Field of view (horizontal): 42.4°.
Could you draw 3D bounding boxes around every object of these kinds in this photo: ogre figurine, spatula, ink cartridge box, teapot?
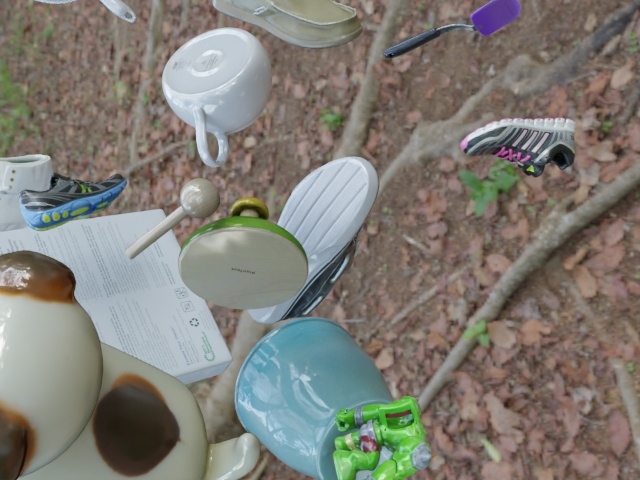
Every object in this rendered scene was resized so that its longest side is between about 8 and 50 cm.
[{"bbox_3d":[0.077,0.255,1.029,0.197,0.118,0.097,-11,-103,-82],"label":"ogre figurine"},{"bbox_3d":[0.261,-0.424,1.673,0.296,0.084,0.030,-13,63,30],"label":"spatula"},{"bbox_3d":[-0.355,0.111,1.366,0.324,0.330,0.071,62,141,22],"label":"ink cartridge box"},{"bbox_3d":[-0.206,-0.316,1.781,0.252,0.256,0.187,47,169,41],"label":"teapot"}]

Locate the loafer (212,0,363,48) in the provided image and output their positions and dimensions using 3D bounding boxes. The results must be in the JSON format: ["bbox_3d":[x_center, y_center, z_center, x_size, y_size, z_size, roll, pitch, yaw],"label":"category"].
[{"bbox_3d":[-0.032,-0.211,0.727,0.148,0.056,0.050,20,134,16],"label":"loafer"}]

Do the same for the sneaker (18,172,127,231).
[{"bbox_3d":[-0.372,-0.075,1.256,0.067,0.188,0.078,-40,80,42],"label":"sneaker"}]

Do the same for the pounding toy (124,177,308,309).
[{"bbox_3d":[-0.128,-0.008,1.170,0.183,0.236,0.110,-35,38,33],"label":"pounding toy"}]

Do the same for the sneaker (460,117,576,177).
[{"bbox_3d":[0.276,-0.123,1.126,0.063,0.170,0.075,131,132,-71],"label":"sneaker"}]

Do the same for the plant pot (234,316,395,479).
[{"bbox_3d":[0.019,0.311,1.496,0.255,0.271,0.272,31,114,56],"label":"plant pot"}]

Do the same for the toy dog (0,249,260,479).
[{"bbox_3d":[-0.290,0.196,0.853,0.408,0.395,0.285,71,-149,-56],"label":"toy dog"}]

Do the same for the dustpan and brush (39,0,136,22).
[{"bbox_3d":[-0.362,-0.387,1.203,0.147,0.211,0.060,-52,3,13],"label":"dustpan and brush"}]

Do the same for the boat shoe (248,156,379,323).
[{"bbox_3d":[0.000,0.000,1.291,0.335,0.119,0.121,-51,56,33],"label":"boat shoe"}]

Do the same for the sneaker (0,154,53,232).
[{"bbox_3d":[-0.627,-0.068,1.554,0.108,0.292,0.169,18,125,37],"label":"sneaker"}]
